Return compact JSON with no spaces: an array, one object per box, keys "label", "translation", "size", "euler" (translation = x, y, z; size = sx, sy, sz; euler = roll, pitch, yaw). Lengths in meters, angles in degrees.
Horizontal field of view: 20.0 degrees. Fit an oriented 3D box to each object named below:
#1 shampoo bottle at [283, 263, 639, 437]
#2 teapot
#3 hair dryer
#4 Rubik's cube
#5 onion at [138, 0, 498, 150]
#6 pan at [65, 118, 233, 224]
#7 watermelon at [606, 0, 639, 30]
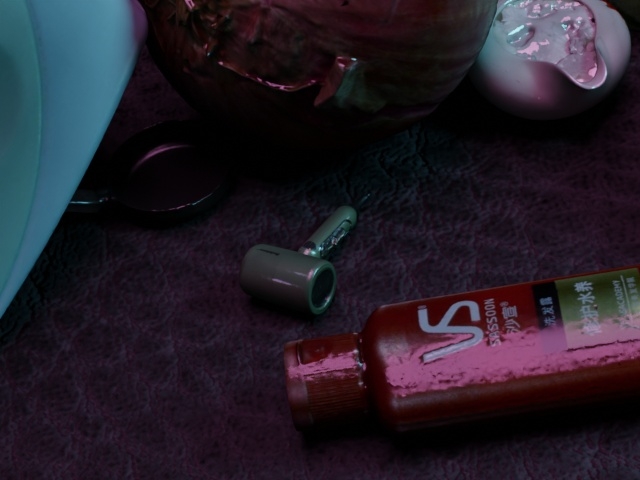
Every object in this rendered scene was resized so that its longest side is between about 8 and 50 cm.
[{"label":"shampoo bottle","translation":[0.131,0.086,1.373],"size":[0.314,0.076,0.118],"euler":[-9,48,5]},{"label":"teapot","translation":[0.195,-0.169,1.599],"size":[0.145,0.092,0.226],"euler":[-21,44,-12]},{"label":"hair dryer","translation":[0.000,0.000,1.516],"size":[0.071,0.047,0.150],"euler":[17,46,28]},{"label":"Rubik's cube","translation":[-0.399,-0.154,1.473],"size":[0.352,0.347,0.351],"euler":[22,81,37]},{"label":"onion","translation":[-0.012,-0.246,1.533],"size":[0.354,0.353,0.353],"euler":[-7,45,7]},{"label":"pan","translation":[-0.177,-0.042,1.594],"size":[0.212,0.040,0.115],"euler":[-20,45,-16]},{"label":"watermelon","translation":[0.296,-0.263,1.669],"size":[0.158,0.098,0.121],"euler":[-19,45,-11]}]
